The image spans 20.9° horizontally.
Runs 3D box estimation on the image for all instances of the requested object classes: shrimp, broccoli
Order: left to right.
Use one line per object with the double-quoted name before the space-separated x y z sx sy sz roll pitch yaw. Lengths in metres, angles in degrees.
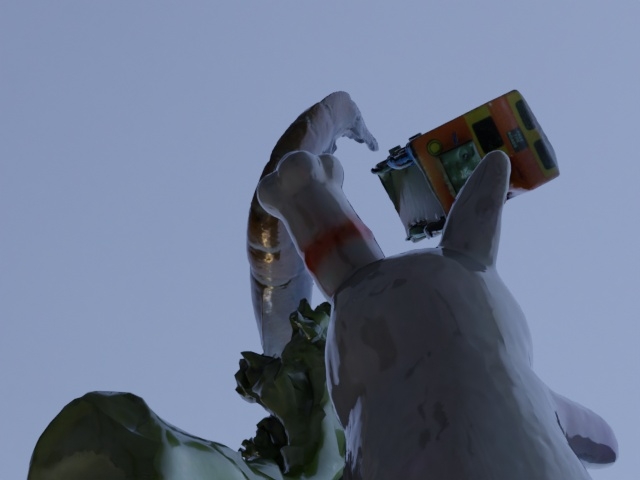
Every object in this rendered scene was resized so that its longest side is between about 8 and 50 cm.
"broccoli" -0.033 0.245 1.058 0.274 0.353 0.397 -31 175 9
"shrimp" 0.000 0.000 1.404 0.051 0.262 0.198 18 -142 23

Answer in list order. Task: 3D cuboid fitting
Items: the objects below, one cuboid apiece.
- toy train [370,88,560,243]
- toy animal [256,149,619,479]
"toy train" 0.094 -0.049 1.192 0.099 0.072 0.188 -30 -179 -7
"toy animal" 0.059 0.078 0.807 0.140 0.138 0.282 -17 -133 6
